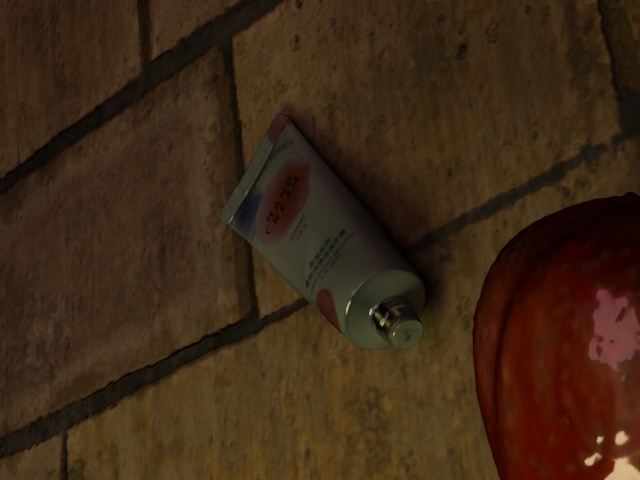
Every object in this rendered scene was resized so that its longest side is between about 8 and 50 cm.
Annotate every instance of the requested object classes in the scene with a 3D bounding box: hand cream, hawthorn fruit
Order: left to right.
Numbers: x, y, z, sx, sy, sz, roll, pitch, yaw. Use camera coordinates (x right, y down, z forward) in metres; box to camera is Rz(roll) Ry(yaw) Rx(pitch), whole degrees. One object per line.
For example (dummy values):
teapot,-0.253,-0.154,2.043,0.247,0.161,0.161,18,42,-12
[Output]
hand cream,0.000,0.000,1.425,0.124,0.078,0.340,-61,37,13
hawthorn fruit,0.234,0.128,0.989,0.287,0.287,0.330,-5,87,46
